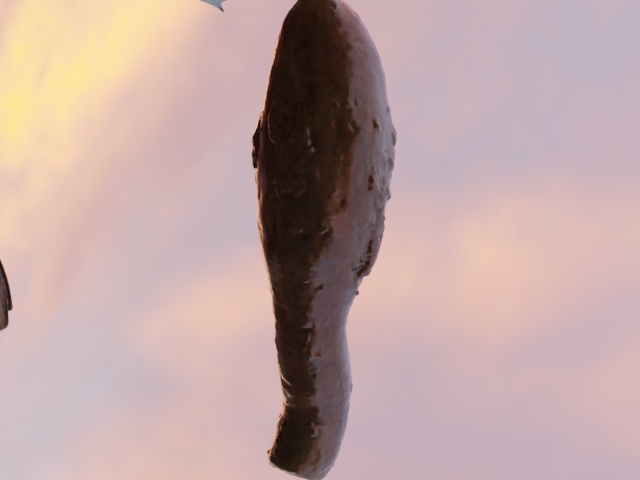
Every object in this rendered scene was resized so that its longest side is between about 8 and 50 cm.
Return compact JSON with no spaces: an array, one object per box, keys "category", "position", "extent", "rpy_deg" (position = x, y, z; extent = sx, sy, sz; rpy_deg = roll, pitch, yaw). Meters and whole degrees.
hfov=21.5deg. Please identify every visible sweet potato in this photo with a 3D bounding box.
[{"category":"sweet potato","position":[0.000,0.000,1.273],"extent":[0.109,0.109,0.385],"rpy_deg":[-160,-110,-67]}]

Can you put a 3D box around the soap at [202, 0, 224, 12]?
[{"category":"soap","position":[-0.106,-0.345,1.568],"extent":[0.145,0.091,0.231],"rpy_deg":[-31,-118,27]}]

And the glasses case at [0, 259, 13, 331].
[{"category":"glasses case","position":[-0.316,0.063,1.365],"extent":[0.218,0.049,0.075],"rpy_deg":[-26,-98,53]}]
